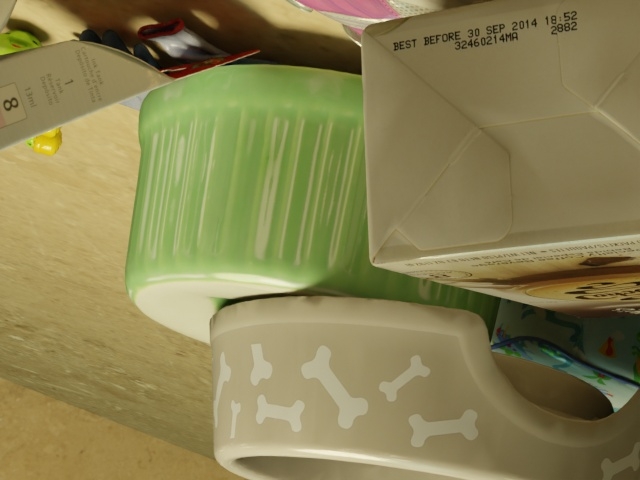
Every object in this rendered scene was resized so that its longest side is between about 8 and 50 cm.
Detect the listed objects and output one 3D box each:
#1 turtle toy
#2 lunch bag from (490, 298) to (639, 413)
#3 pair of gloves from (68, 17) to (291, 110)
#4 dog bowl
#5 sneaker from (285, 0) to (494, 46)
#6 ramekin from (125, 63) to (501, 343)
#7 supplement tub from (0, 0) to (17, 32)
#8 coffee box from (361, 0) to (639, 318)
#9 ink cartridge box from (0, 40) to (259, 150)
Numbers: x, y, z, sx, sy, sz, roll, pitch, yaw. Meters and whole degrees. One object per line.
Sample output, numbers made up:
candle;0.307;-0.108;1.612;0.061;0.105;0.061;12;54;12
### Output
turtle toy;-0.244;-0.122;1.136;0.095;0.066;0.130;19;162;-7
lunch bag;0.241;0.102;1.290;0.219;0.090;0.176;23;161;-16
pair of gloves;-0.092;-0.118;1.069;0.198;0.023;0.159;-5;151;47
dog bowl;0.082;0.138;1.028;0.348;0.102;0.349;10;164;3
sneaker;0.024;-0.145;0.731;0.252;0.103;0.111;18;161;3
ramekin;0.000;0.000;1.061;0.303;0.148;0.303;10;164;3
supplement tub;-0.342;-0.172;0.844;0.338;0.207;0.207;0;155;46
coffee box;0.162;-0.032;0.736;0.168;0.119;0.297;-7;169;28
ink cartridge box;-0.187;-0.106;0.937;0.189;0.232;0.066;-2;113;46
